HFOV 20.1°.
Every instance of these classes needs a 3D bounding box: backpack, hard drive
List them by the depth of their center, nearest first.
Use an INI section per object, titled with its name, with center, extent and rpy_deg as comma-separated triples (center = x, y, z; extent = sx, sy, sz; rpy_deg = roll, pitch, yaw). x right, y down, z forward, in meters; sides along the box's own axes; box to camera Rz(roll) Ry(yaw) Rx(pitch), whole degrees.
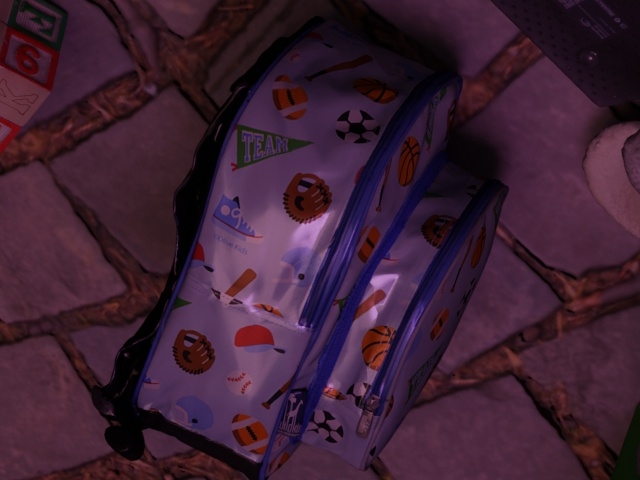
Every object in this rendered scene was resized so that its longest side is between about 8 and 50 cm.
[hard drive]
center = 0.187, -0.171, 1.022
extent = 0.172, 0.054, 0.254
rpy_deg = 42, 155, -12
[backpack]
center = 0.000, 0.000, 1.160
extent = 0.213, 0.276, 0.263
rpy_deg = 16, 119, 7

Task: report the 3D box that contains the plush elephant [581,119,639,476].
[plush elephant]
center = 0.270, 0.007, 1.052
extent = 0.272, 0.330, 0.255
rpy_deg = -38, 79, 34

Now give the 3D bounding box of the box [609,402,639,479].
[box]
center = 0.297, 0.237, 1.173
extent = 0.126, 0.262, 0.231
rpy_deg = -33, 105, 36

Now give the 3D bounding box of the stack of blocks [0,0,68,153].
[stack of blocks]
center = -0.334, -0.087, 1.310
extent = 0.171, 0.087, 0.297
rpy_deg = 27, 132, -23
